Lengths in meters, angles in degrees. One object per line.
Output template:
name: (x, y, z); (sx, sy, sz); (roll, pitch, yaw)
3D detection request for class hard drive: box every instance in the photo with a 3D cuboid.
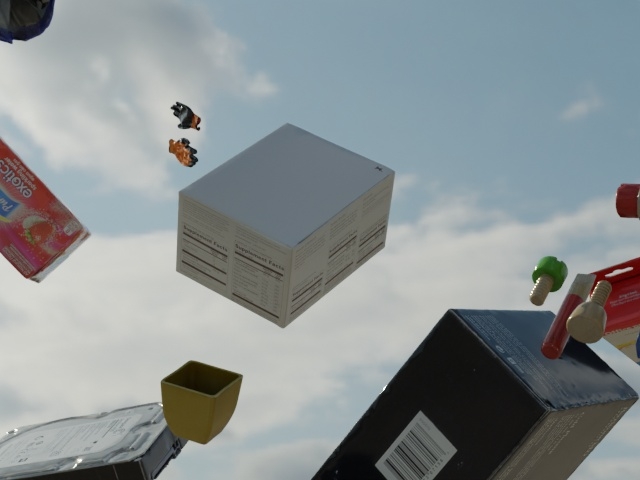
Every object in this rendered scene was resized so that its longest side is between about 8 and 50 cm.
hard drive: (-0.388, 0.343, 2.158); (0.339, 0.064, 0.237); (-11, 14, 18)

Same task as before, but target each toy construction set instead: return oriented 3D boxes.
toy construction set: (0.387, 0.000, 1.468); (0.309, 0.237, 0.257); (-23, -67, 42)

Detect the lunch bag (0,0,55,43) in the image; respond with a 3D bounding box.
lunch bag: (-0.480, -0.486, 1.799); (0.239, 0.327, 0.385); (-21, -27, -1)

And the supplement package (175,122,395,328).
supplement package: (-0.051, -0.029, 1.980); (0.204, 0.262, 0.145); (26, -50, 25)

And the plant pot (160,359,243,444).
plant pot: (-0.156, 0.215, 1.765); (0.081, 0.083, 0.081); (14, 20, 21)

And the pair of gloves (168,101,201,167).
pair of gloves: (-0.184, -0.142, 1.826); (0.010, 0.083, 0.074); (-9, 27, -33)

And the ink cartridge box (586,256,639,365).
ink cartridge box: (0.502, 0.113, 2.077); (0.134, 0.078, 0.231); (-22, -37, 32)

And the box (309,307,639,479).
box: (0.189, 0.268, 1.740); (0.343, 0.179, 0.312); (-53, -28, 18)

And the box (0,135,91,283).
box: (-0.487, -0.065, 2.103); (0.122, 0.257, 0.128); (-43, -1, -6)
